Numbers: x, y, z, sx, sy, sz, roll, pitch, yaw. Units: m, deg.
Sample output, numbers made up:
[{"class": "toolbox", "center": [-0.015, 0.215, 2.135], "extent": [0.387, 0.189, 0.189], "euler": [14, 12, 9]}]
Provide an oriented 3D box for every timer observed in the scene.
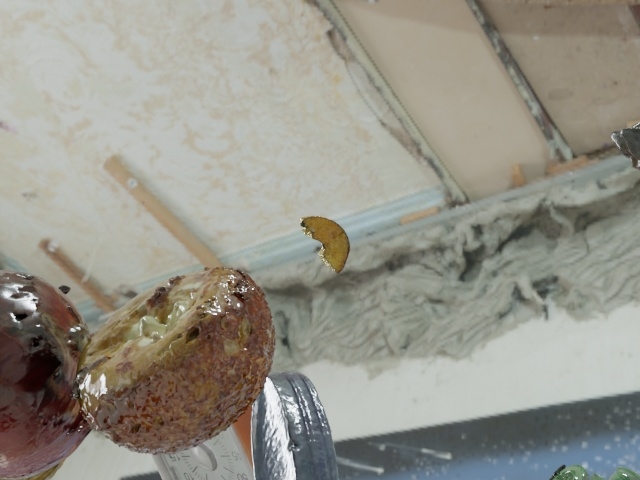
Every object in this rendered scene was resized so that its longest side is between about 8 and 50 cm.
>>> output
[{"class": "timer", "center": [-0.176, 0.366, 1.438], "extent": [0.258, 0.161, 0.249], "euler": [-14, -93, 40]}]

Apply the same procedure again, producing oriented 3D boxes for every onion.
[{"class": "onion", "center": [-0.413, 0.174, 1.076], "extent": [0.276, 0.276, 0.276], "euler": [9, -41, 8]}]

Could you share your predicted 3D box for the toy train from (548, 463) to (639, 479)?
[{"class": "toy train", "center": [0.319, 0.407, 1.022], "extent": [0.145, 0.202, 0.266], "euler": [33, -78, -4]}]

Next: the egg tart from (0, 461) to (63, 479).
[{"class": "egg tart", "center": [-0.546, 0.269, 1.337], "extent": [0.341, 0.341, 0.129], "euler": [29, -23, -16]}]

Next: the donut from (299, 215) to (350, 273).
[{"class": "donut", "center": [0.000, 0.000, 1.154], "extent": [0.083, 0.038, 0.067], "euler": [20, -83, -19]}]

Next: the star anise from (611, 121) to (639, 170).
[{"class": "star anise", "center": [0.493, -0.125, 1.046], "extent": [0.236, 0.108, 0.223], "euler": [-12, 0, -29]}]

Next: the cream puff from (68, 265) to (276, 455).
[{"class": "cream puff", "center": [-0.156, 0.136, 0.919], "extent": [0.240, 0.240, 0.164], "euler": [-12, -56, 28]}]

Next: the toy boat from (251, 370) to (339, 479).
[{"class": "toy boat", "center": [-0.037, 0.291, 1.135], "extent": [0.078, 0.282, 0.127], "euler": [12, -50, -25]}]
